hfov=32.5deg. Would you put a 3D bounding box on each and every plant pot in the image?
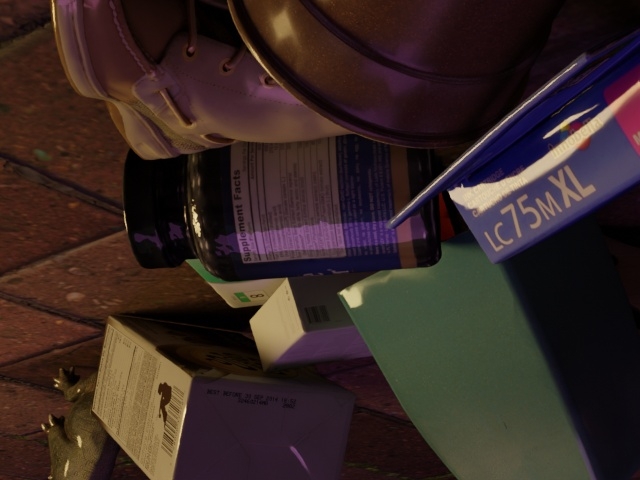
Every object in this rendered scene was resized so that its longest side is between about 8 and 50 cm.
[{"bbox_3d":[0.165,0.099,0.907,0.165,0.234,0.165,-27,177,41],"label":"plant pot"},{"bbox_3d":[0.061,-0.155,0.491,0.167,0.167,0.165,8,148,-20],"label":"plant pot"}]

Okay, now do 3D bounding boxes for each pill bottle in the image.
[{"bbox_3d":[-0.025,-0.034,0.799,0.219,0.123,0.123,-4,157,7],"label":"pill bottle"}]

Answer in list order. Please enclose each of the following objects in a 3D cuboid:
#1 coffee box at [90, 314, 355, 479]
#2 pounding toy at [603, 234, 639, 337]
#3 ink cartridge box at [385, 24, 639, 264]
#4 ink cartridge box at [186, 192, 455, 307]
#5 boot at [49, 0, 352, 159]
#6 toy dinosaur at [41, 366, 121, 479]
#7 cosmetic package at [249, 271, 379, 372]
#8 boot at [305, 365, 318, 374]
[{"bbox_3d":[-0.112,0.167,1.117,0.168,0.119,0.297,10,-178,-26],"label":"coffee box"},{"bbox_3d":[0.288,0.072,1.060,0.269,0.154,0.155,-17,160,-13],"label":"pounding toy"},{"bbox_3d":[0.197,-0.080,0.592,0.311,0.065,0.186,-24,171,-33],"label":"ink cartridge box"},{"bbox_3d":[0.000,0.000,0.970,0.224,0.056,0.181,-5,157,12],"label":"ink cartridge box"},{"bbox_3d":[-0.033,-0.116,0.630,0.203,0.095,0.262,-2,163,5],"label":"boot"},{"bbox_3d":[-0.278,0.237,1.319,0.121,0.314,0.160,39,166,-20],"label":"toy dinosaur"},{"bbox_3d":[0.062,0.065,1.040,0.239,0.060,0.099,-6,153,-30],"label":"cosmetic package"},{"bbox_3d":[-0.018,0.183,1.412,0.106,0.037,0.114,-2,157,37],"label":"boot"}]
